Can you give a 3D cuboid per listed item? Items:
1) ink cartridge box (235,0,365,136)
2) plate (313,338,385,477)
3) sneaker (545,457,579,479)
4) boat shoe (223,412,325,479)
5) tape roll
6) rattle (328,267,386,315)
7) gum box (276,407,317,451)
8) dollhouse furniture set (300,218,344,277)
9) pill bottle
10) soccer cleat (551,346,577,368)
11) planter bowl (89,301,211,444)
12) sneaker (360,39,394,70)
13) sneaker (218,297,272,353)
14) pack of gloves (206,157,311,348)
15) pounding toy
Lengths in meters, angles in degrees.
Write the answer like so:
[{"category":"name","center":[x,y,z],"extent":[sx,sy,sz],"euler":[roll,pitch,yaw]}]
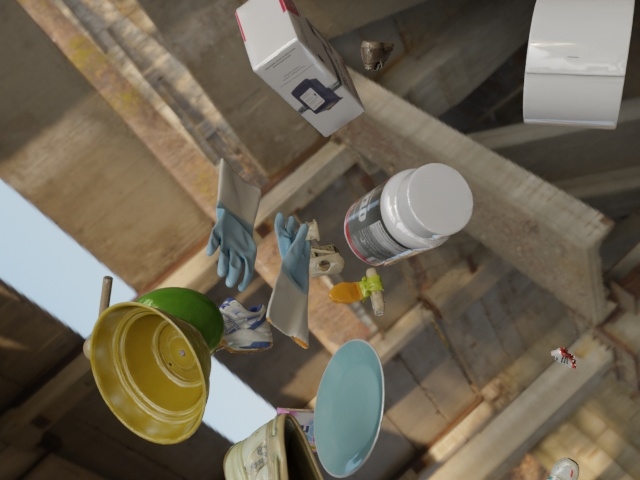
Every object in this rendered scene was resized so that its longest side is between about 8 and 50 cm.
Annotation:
[{"category":"ink cartridge box","center":[-0.034,-0.327,1.258],"extent":[0.237,0.100,0.171],"euler":[35,-150,-50]},{"category":"plate","center":[0.044,0.230,0.937],"extent":[0.024,0.188,0.188],"euler":[16,-171,-25]},{"category":"sneaker","center":[0.507,0.546,1.479],"extent":[0.057,0.161,0.075],"euler":[34,-154,11]},{"category":"boat shoe","center":[-0.010,0.321,0.710],"extent":[0.105,0.089,0.285],"euler":[13,-141,-55]},{"category":"tape roll","center":[0.485,-0.336,1.288],"extent":[0.169,0.246,0.246],"euler":[8,157,21]},{"category":"rattle","center":[0.103,0.145,1.782],"extent":[0.130,0.143,0.199],"euler":[62,179,-3]},{"category":"gum box","center":[-0.043,0.527,1.895],"extent":[0.189,0.107,0.062],"euler":[14,171,-34]},{"category":"dollhouse furniture set","center":[0.000,0.000,1.985],"extent":[0.182,0.101,0.160],"euler":[-112,11,-75]},{"category":"pill bottle","center":[0.169,-0.049,1.350],"extent":[0.161,0.161,0.283],"euler":[49,157,-4]},{"category":"soccer cleat","center":[0.540,0.261,1.507],"extent":[0.083,0.036,0.029],"euler":[39,-136,-36]},{"category":"planter bowl","center":[-0.227,0.179,1.001],"extent":[0.217,0.217,0.090],"euler":[47,-148,11]},{"category":"sneaker","center":[0.135,-0.459,1.693],"extent":[0.066,0.071,0.188],"euler":[11,-163,17]},{"category":"sneaker","center":[-0.249,0.205,1.667],"extent":[0.297,0.112,0.130],"euler":[12,-115,-47]},{"category":"pack of gloves","center":[-0.066,0.004,0.937],"extent":[0.195,0.046,0.232],"euler":[43,-151,-31]},{"category":"pounding toy","center":[-0.283,0.179,1.191],"extent":[0.237,0.182,0.110],"euler":[14,-153,-19]}]
